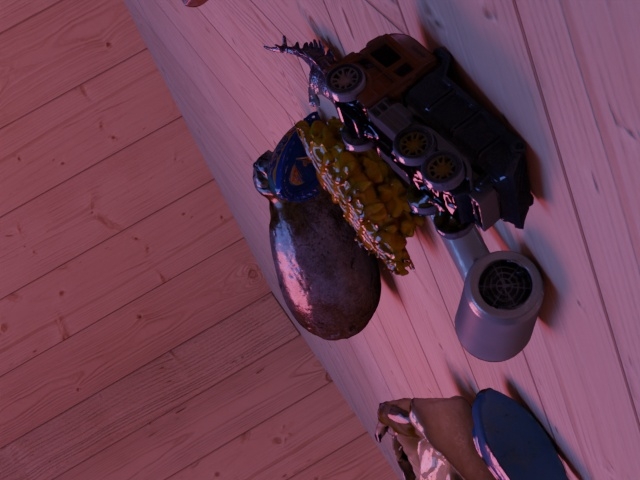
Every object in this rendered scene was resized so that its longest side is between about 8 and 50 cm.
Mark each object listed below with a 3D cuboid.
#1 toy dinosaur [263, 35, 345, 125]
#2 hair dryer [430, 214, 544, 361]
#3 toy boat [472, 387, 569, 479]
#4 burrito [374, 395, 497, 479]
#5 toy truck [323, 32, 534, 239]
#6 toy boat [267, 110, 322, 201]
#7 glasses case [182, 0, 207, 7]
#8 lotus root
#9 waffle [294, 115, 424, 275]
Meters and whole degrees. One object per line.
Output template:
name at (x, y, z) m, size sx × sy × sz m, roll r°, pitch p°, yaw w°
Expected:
toy dinosaur at (0.003, -0.179, 1.509) m, size 0.209 × 0.039 × 0.082 m, roll 40°, pitch 159°, yaw 41°
hair dryer at (0.129, -0.014, 1.257) m, size 0.131 × 0.073 × 0.236 m, roll 82°, pitch 166°, yaw -70°
toy boat at (0.219, 0.240, 1.557) m, size 0.077 × 0.075 × 0.185 m, roll 81°, pitch 163°, yaw -49°
burrito at (0.205, 0.351, 1.914) m, size 0.331 × 0.135 × 0.190 m, roll 63°, pitch 165°, yaw 2°
toy truck at (0.088, -0.083, 1.089) m, size 0.192 × 0.092 × 0.083 m, roll 46°, pitch 168°, yaw 33°
toy boat at (-0.006, -0.101, 1.739) m, size 0.091 × 0.110 × 0.175 m, roll 63°, pitch -145°, yaw -21°
glasses case at (-0.173, -0.415, 1.796) m, size 0.193 × 0.070 × 0.102 m, roll 61°, pitch 146°, yaw 9°
lotus root at (0.000, 0.000, 1.965) m, size 0.158 × 0.140 × 0.322 m, roll -87°, pitch -17°, yaw -53°
waffle at (0.054, -0.054, 1.583) m, size 0.197 × 0.070 × 0.193 m, roll 60°, pitch 174°, yaw -28°
